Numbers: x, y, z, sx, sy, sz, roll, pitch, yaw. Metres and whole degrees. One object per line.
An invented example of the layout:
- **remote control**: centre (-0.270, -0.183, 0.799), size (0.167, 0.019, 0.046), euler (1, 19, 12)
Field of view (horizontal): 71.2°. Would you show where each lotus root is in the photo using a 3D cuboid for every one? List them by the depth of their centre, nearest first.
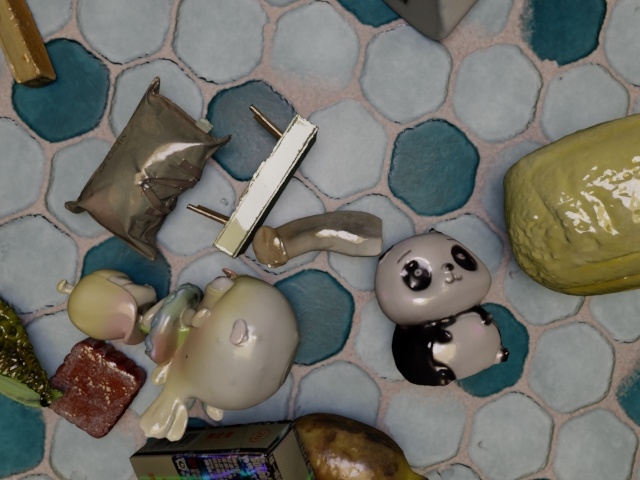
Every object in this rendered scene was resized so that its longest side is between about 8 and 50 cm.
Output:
- **lotus root**: centre (0.039, 0.384, 0.745), size (0.314, 0.141, 0.169), euler (11, 103, 14)

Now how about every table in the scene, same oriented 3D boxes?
- **table**: centre (-0.114, -0.103, 0.733), size (0.111, 0.121, 0.240), euler (33, 91, -3)

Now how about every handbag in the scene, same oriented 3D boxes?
- **handbag**: centre (-0.277, -0.107, 0.727), size (0.182, 0.117, 0.270), euler (37, 96, 0)

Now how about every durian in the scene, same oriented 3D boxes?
- **durian**: centre (-0.575, 0.154, 0.732), size (0.375, 0.106, 0.132), euler (31, 121, -1)

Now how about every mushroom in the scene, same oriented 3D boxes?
- **mushroom**: centre (-0.002, -0.004, 0.744), size (0.223, 0.081, 0.092), euler (-3, 63, -17)

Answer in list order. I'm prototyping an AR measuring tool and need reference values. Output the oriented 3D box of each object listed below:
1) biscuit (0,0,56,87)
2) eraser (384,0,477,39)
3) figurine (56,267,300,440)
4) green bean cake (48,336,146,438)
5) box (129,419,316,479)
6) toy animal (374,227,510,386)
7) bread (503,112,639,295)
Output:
- **biscuit**: centre (-0.507, -0.348, 0.740), size (0.056, 0.052, 0.188), euler (-22, 93, 12)
- **eraser**: centre (0.108, -0.504, 0.678), size (0.331, 0.331, 0.150), euler (43, 93, -4)
- **figurine**: centre (-0.238, 0.154, 0.702), size (0.394, 0.226, 0.274), euler (18, 66, 6)
- **green bean cake**: centre (-0.389, 0.252, 0.774), size (0.135, 0.056, 0.136), euler (36, 92, -5)
- **box**: centre (-0.148, 0.401, 0.706), size (0.310, 0.084, 0.198), euler (-17, 94, 31)
- **toy animal**: centre (0.185, 0.103, 0.733), size (0.187, 0.165, 0.235), euler (-15, 94, -20)
- **bread**: centre (0.447, -0.045, 0.670), size (0.320, 0.320, 0.237), euler (-13, 75, -1)
